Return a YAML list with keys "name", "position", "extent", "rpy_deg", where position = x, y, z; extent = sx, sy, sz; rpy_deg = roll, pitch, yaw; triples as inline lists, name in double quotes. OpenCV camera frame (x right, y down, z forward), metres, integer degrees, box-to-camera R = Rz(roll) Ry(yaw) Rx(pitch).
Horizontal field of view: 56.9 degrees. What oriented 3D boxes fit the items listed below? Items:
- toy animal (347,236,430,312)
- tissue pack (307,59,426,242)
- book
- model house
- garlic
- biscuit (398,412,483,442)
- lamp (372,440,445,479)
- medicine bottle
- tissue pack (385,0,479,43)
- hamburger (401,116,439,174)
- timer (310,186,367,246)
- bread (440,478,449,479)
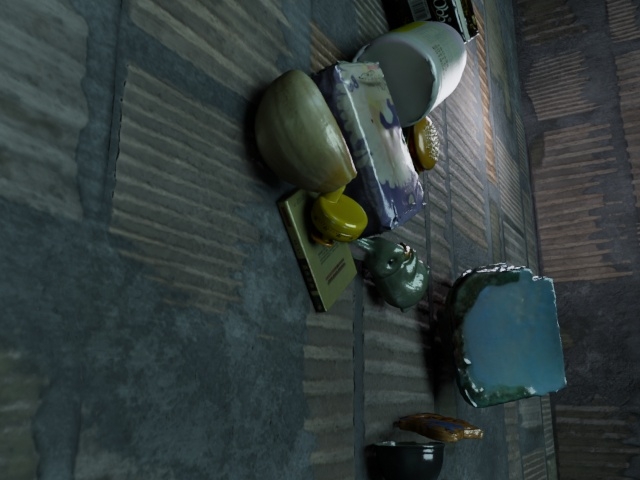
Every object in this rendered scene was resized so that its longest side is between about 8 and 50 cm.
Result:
- name: "toy animal"
  position: [0.143, 0.051, 1.281]
  extent: [0.251, 0.125, 0.127]
  rpy_deg: [38, 22, -42]
- name: "tissue pack"
  position: [0.091, -0.193, 1.224]
  extent: [0.242, 0.125, 0.343]
  rpy_deg: [-30, 102, -59]
- name: "book"
  position: [0.000, 0.000, 1.133]
  extent: [0.161, 0.026, 0.230]
  rpy_deg: [-45, 120, -54]
- name: "model house"
  position: [0.455, 0.230, 1.659]
  extent: [0.339, 0.298, 0.359]
  rpy_deg: [-147, -134, -82]
- name: "garlic"
  position: [-0.030, -0.194, 1.009]
  extent: [0.164, 0.145, 0.244]
  rpy_deg: [6, 57, -53]
- name: "biscuit"
  position: [0.269, 0.421, 1.344]
  extent: [0.280, 0.183, 0.043]
  rpy_deg: [57, 41, -82]
- name: "lamp"
  position: [0.188, 0.524, 1.178]
  extent: [0.147, 0.172, 0.227]
  rpy_deg: [25, 60, -57]
- name: "medicine bottle"
  position: [0.230, -0.421, 1.451]
  extent: [0.379, 0.214, 0.213]
  rpy_deg: [-45, 121, -55]
- name: "tissue pack"
  position: [0.288, -0.698, 1.630]
  extent: [0.198, 0.210, 0.369]
  rpy_deg: [-52, 128, -56]
- name: "hamburger"
  position: [0.238, -0.245, 1.513]
  extent: [0.162, 0.115, 0.161]
  rpy_deg: [17, 70, -58]
- name: "timer"
  position: [0.037, -0.052, 1.074]
  extent: [0.107, 0.109, 0.107]
  rpy_deg: [22, 33, -15]
- name: "bread"
  position: [0.261, 0.683, 1.350]
  extent: [0.139, 0.095, 0.268]
  rpy_deg: [45, 60, -43]
